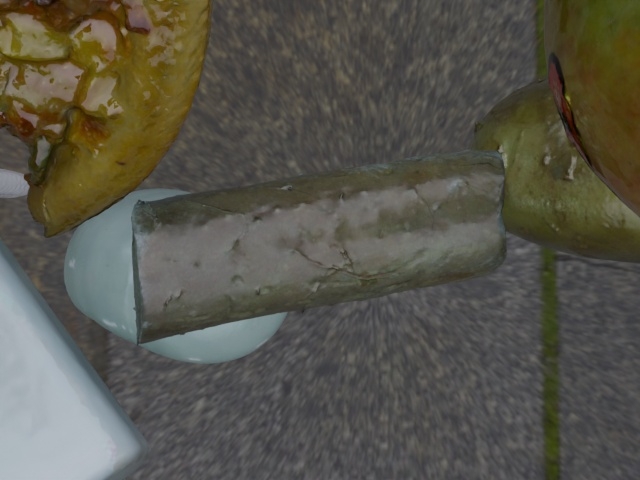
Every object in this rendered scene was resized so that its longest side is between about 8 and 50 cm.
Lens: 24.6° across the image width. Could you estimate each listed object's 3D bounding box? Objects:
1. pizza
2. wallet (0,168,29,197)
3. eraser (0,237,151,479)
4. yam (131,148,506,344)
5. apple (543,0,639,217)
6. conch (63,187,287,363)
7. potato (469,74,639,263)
[{"bbox_3d":[-0.139,-0.141,0.860,0.268,0.087,0.258,-22,119,31],"label":"pizza"},{"bbox_3d":[-0.348,-0.056,1.346,0.124,0.183,0.032,1,91,13],"label":"wallet"},{"bbox_3d":[-0.257,0.062,0.858,0.189,0.104,0.290,-36,81,-7],"label":"eraser"},{"bbox_3d":[0.000,0.000,0.962,0.259,0.093,0.093,-10,89,-12],"label":"yam"},{"bbox_3d":[0.238,-0.107,0.751,0.261,0.194,0.261,6,68,-15],"label":"apple"},{"bbox_3d":[-0.133,0.024,1.406,0.221,0.121,0.185,9,46,-8],"label":"conch"},{"bbox_3d":[0.269,-0.068,1.336,0.210,0.307,0.173,1,97,-42],"label":"potato"}]
